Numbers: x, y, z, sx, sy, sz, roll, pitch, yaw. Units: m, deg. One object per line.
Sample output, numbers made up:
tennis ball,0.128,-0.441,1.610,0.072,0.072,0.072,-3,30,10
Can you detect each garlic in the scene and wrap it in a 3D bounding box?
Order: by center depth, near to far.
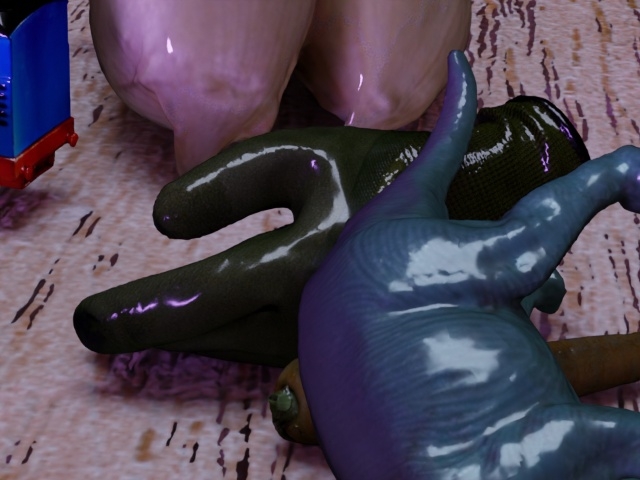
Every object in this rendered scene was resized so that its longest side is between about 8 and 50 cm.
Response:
garlic,-0.046,-0.169,1.297,0.249,0.286,0.313,-47,26,1

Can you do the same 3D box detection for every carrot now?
carrot,0.093,0.063,0.945,0.254,0.049,0.049,-5,25,-21

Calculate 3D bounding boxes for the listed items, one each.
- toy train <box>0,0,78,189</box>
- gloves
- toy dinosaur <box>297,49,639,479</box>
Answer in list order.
toy train,-0.247,-0.091,1.153,0.204,0.131,0.083,9,26,16
gloves,0.008,0.003,0.974,0.268,0.135,0.107,-20,26,-8
toy dinosaur,0.007,0.068,0.783,0.331,0.129,0.383,-11,48,-26
